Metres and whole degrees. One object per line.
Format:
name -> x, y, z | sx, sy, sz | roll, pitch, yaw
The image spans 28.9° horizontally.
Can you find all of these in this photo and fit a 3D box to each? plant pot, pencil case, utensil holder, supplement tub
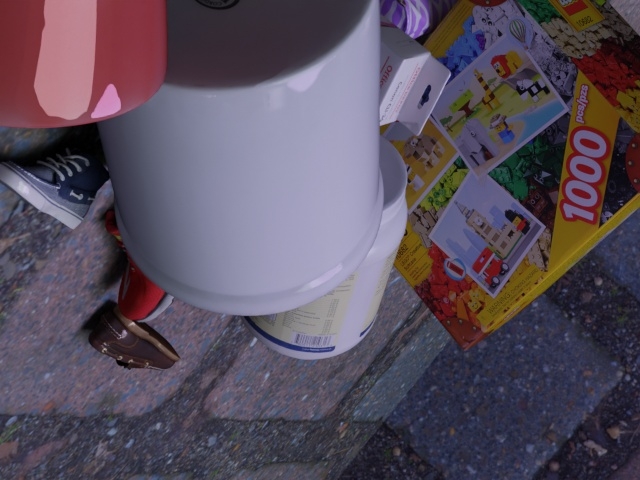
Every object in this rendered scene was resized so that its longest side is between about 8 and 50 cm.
plant pot -> -0.245, -0.259, 0.999 | 0.275, 0.275, 0.243 | -26, 140, -44
pencil case -> 0.160, -0.348, 1.807 | 0.206, 0.086, 0.088 | -29, 159, -40
utensil holder -> -0.091, -0.151, 1.354 | 0.327, 0.327, 0.385 | -40, 154, -21
supplement tub -> 0.000, 0.000, 1.877 | 0.235, 0.235, 0.325 | -33, 153, -34

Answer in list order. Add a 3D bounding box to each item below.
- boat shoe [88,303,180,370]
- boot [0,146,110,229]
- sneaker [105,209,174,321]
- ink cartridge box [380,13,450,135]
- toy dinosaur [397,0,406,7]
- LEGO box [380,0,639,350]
boat shoe -> -0.277, 0.154, 1.836 | 0.073, 0.073, 0.207 | -46, 151, -2
boot -> -0.306, -0.077, 1.422 | 0.086, 0.069, 0.190 | -55, 166, -4
sneaker -> -0.235, -0.009, 1.647 | 0.118, 0.107, 0.279 | -3, 130, -36
ink cartridge box -> 0.067, -0.234, 1.670 | 0.067, 0.198, 0.115 | -22, 145, -49
toy dinosaur -> 0.113, -0.427, 1.559 | 0.200, 0.127, 0.296 | -54, 164, -5
LEGO box -> 0.281, -0.131, 1.863 | 0.193, 0.372, 0.500 | -29, 165, -42
